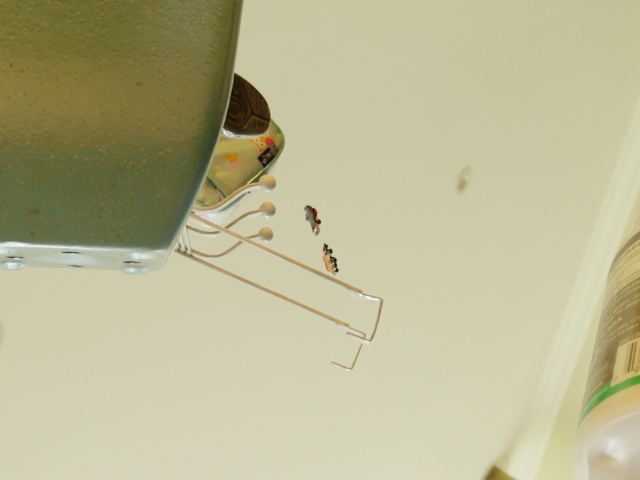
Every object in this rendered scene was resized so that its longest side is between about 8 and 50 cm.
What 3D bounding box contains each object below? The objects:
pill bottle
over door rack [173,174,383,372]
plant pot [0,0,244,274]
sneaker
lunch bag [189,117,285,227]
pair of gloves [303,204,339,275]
[{"bbox_3d":[0.358,0.093,0.978,0.361,0.204,0.204,-60,-22,-48],"label":"pill bottle"},{"bbox_3d":[-0.056,0.020,1.336,0.108,0.324,0.239,-53,-7,-14],"label":"over door rack"},{"bbox_3d":[-0.194,-0.104,0.859,0.247,0.248,0.252,148,124,-77],"label":"plant pot"},{"bbox_3d":[-0.178,-0.159,1.306,0.228,0.130,0.087,2,-104,-36],"label":"sneaker"},{"bbox_3d":[-0.210,-0.168,1.794,0.224,0.279,0.108,-47,-1,-28],"label":"lunch bag"},{"bbox_3d":[0.000,0.000,1.171,0.010,0.083,0.074,-22,1,-6],"label":"pair of gloves"}]
